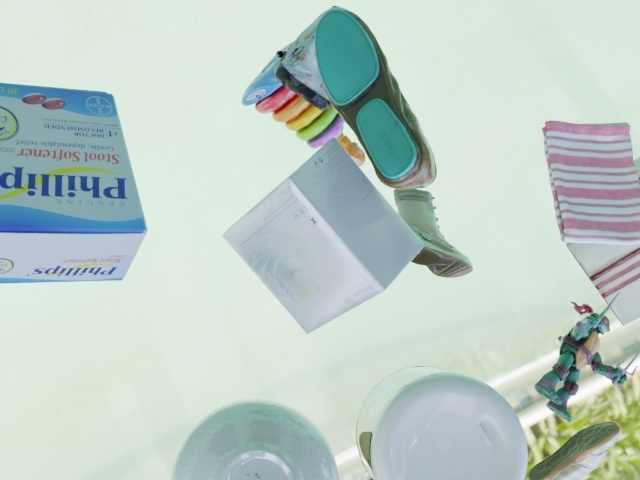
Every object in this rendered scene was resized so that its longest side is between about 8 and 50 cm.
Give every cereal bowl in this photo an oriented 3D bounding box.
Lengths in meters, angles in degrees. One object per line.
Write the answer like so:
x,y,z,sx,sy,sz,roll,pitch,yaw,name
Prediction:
-0.122,0.474,1.552,0.339,0.339,0.141,-25,173,-11,cereal bowl

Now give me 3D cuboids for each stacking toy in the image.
-0.009,-0.265,1.753,0.175,0.302,0.166,-15,-145,53,stacking toy

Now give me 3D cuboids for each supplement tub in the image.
0.177,0.317,1.291,0.228,0.228,0.316,-27,176,-6,supplement tub

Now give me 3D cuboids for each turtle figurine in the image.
0.496,0.212,1.507,0.234,0.175,0.118,-50,-157,-11,turtle figurine

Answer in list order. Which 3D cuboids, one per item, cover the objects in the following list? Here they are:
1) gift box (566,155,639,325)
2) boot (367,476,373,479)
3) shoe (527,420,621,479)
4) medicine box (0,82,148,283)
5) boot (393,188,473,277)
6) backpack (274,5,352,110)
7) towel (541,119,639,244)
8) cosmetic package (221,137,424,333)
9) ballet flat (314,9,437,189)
0.664,0.002,1.633,0.258,0.255,0.276,-34,-162,22,gift box
0.193,0.589,1.953,0.176,0.088,0.244,-25,144,-33,boot
0.537,0.455,1.693,0.219,0.058,0.076,-38,-169,13,shoe
-0.436,-0.088,1.248,0.263,0.289,0.149,0,144,-33,medicine box
0.240,-0.017,1.734,0.213,0.165,0.077,23,138,-37,boot
0.016,-0.348,1.539,0.152,0.115,0.182,30,116,-23,backpack
0.414,-0.089,1.218,0.144,0.197,0.029,0,162,-12,towel
0.000,0.000,1.299,0.138,0.225,0.224,-46,-174,-40,cosmetic package
0.094,-0.214,1.281,0.116,0.342,0.124,-38,151,20,ballet flat
